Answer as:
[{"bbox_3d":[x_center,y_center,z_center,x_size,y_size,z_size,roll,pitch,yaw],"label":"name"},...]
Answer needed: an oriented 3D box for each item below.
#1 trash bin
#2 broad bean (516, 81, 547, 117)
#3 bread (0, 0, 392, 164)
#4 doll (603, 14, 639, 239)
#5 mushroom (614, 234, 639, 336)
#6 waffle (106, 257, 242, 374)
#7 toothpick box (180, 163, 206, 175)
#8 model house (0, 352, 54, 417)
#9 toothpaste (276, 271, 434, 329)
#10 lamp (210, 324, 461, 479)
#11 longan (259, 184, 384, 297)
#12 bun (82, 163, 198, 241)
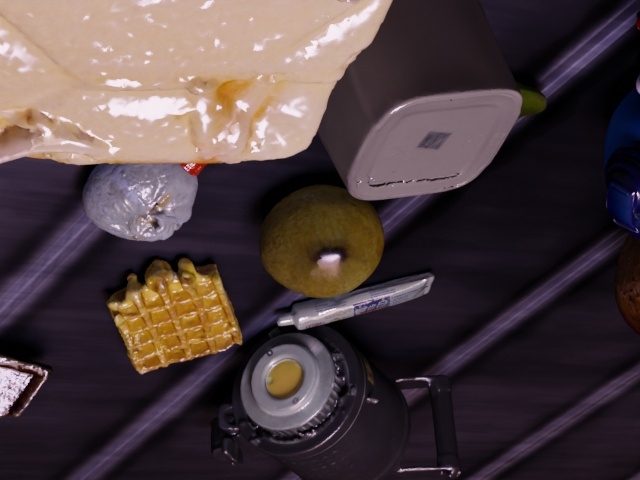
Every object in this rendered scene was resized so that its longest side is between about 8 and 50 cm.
[{"bbox_3d":[0.070,-0.191,1.613,0.219,0.250,0.220,-8,147,-24],"label":"trash bin"},{"bbox_3d":[0.168,-0.174,1.869,0.254,0.046,0.065,7,142,-30],"label":"broad bean"},{"bbox_3d":[-0.165,-0.261,1.287,0.390,0.371,0.279,-4,147,-20],"label":"bread"},{"bbox_3d":[0.464,-0.134,1.899,0.284,0.240,0.310,-34,138,-23],"label":"doll"},{"bbox_3d":[0.552,0.018,2.115,0.345,0.239,0.345,-34,166,-10],"label":"mushroom"},{"bbox_3d":[-0.202,0.094,2.104,0.160,0.055,0.211,-17,148,-1],"label":"waffle"},{"bbox_3d":[-0.126,-0.116,1.827,0.083,0.047,0.047,-32,145,22],"label":"toothpick box"},{"bbox_3d":[-0.440,0.194,2.132,0.152,0.106,0.165,-23,-175,-11],"label":"model house"},{"bbox_3d":[0.050,0.089,2.230,0.233,0.038,0.060,-13,152,-10],"label":"toothpaste"},{"bbox_3d":[0.011,0.244,2.282,0.374,0.205,0.272,-5,152,3],"label":"lamp"},{"bbox_3d":[0.000,0.000,1.985,0.155,0.145,0.176,20,180,-13],"label":"longan"},{"bbox_3d":[-0.211,-0.048,1.859,0.141,0.083,0.141,-10,145,-7],"label":"bun"}]
